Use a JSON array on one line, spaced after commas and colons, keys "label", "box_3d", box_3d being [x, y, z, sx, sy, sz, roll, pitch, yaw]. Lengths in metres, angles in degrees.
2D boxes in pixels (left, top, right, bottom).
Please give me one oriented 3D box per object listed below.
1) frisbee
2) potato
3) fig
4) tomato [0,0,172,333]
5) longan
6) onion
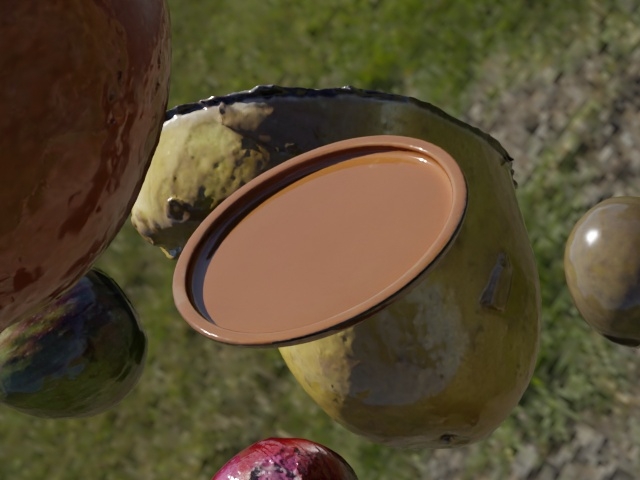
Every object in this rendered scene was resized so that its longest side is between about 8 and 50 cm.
[{"label": "frisbee", "box_3d": [0.000, 0.000, 1.504, 0.251, 0.021, 0.250, -19, 33, 13]}, {"label": "potato", "box_3d": [0.018, 0.042, 1.793, 0.290, 0.397, 0.296, 135, 138, -59]}, {"label": "fig", "box_3d": [-0.267, 0.113, 1.628, 0.245, 0.149, 0.149, -32, 34, 0]}, {"label": "tomato", "box_3d": [-0.155, -0.065, 0.661, 0.208, 0.208, 0.184, -131, 40, -58]}, {"label": "longan", "box_3d": [0.210, 0.022, 1.283, 0.092, 0.113, 0.113, -35, 30, -9]}, {"label": "onion", "box_3d": [-0.027, 0.201, 1.360, 0.131, 0.131, 0.131, -35, 38, 33]}]
